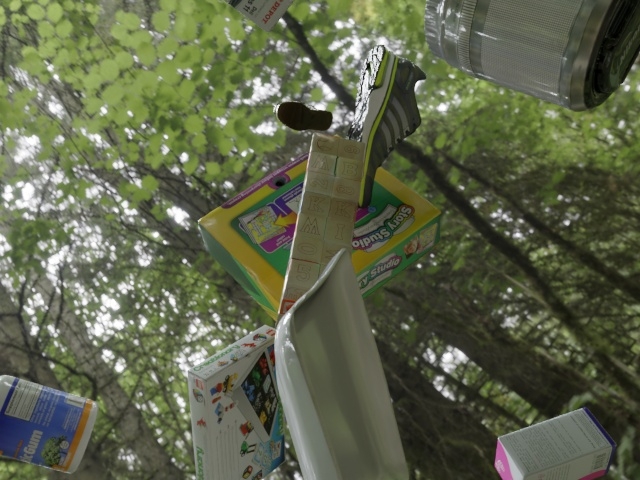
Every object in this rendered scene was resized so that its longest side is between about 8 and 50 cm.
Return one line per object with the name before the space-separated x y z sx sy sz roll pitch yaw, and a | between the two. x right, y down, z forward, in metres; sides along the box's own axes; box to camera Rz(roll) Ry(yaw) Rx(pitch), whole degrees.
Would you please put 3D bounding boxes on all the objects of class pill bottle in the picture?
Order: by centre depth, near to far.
pill bottle | -0.604 0.362 1.458 0.272 0.152 0.152 21 -76 -16

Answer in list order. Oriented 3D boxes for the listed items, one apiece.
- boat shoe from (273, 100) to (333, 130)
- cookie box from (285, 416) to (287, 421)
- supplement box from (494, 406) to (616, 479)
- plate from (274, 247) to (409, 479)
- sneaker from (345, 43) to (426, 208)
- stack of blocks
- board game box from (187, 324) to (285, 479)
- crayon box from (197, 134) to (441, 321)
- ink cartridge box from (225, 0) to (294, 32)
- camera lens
boat shoe | -0.041 -0.243 1.415 0.152 0.049 0.056 5 -77 -49
cookie box | -0.034 0.416 1.683 0.107 0.092 0.040 56 -133 -31
supplement box | 0.501 0.464 1.554 0.220 0.114 0.111 -15 -50 -13
plate | 0.023 0.165 0.677 0.045 0.277 0.278 -14 -83 14
sneaker | 0.121 -0.202 1.339 0.121 0.111 0.300 12 -82 -16
stack of blocks | 0.000 0.000 1.132 0.087 0.297 0.171 11 -38 -2
board game box | -0.147 0.331 1.331 0.193 0.053 0.305 -26 -55 -45
crayon box | 0.000 -0.016 1.417 0.363 0.313 0.106 -34 -35 -21
ink cartridge box | -0.126 -0.496 1.286 0.208 0.087 0.153 33 -41 -16
camera lens | 0.319 -0.325 1.052 0.219 0.274 0.219 -38 -37 -36
